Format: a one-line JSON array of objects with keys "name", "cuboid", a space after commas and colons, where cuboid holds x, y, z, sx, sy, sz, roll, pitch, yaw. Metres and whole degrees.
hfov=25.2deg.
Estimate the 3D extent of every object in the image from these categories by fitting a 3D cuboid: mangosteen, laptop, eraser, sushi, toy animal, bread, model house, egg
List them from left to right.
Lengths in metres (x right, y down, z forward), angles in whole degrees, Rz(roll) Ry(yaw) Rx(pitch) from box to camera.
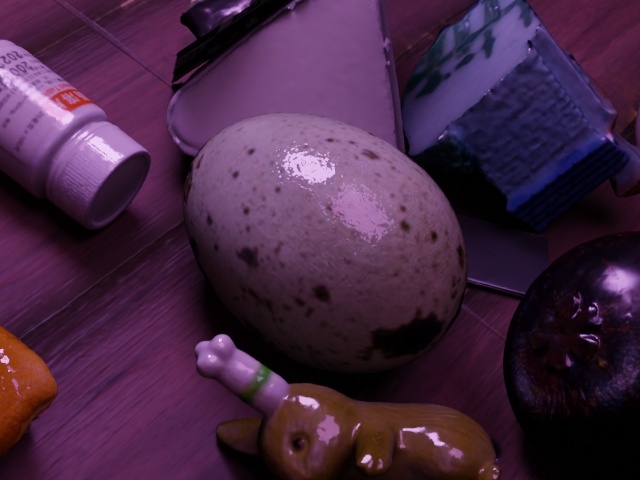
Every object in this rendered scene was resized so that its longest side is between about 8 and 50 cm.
[{"name": "bread", "cuboid": [-0.407, 0.189, 1.526, 0.174, 0.121, 0.245, 34, 45, 12]}, {"name": "sushi", "cuboid": [-0.072, -0.369, 1.928, 0.373, 0.296, 0.100, -34, 93, -6]}, {"name": "eraser", "cuboid": [-0.049, -0.188, 1.911, 0.331, 0.331, 0.150, 20, 19, -3]}, {"name": "egg", "cuboid": [0.000, 0.000, 1.737, 0.379, 0.287, 0.287, 26, 45, 18]}, {"name": "toy animal", "cuboid": [0.018, 0.243, 1.608, 0.363, 0.181, 0.180, 13, 38, -11]}, {"name": "laptop", "cuboid": [0.233, 0.019, 1.993, 0.180, 0.016, 0.129, 14, 47, -8]}, {"name": "model house", "cuboid": [0.312, -0.156, 2.067, 0.329, 0.252, 0.295, 38, 17, -20]}, {"name": "mangosteen", "cuboid": [0.386, 0.145, 1.747, 0.330, 0.330, 0.330, 11, 47, -12]}]

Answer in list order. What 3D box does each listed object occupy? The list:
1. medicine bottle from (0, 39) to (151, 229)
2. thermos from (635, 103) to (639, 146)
[{"name": "medicine bottle", "cuboid": [-0.348, -0.132, 1.818, 0.252, 0.144, 0.144, 39, 48, 14]}, {"name": "thermos", "cuboid": [0.550, -0.174, 2.239, 0.137, 0.105, 0.193, 36, 34, -24]}]
